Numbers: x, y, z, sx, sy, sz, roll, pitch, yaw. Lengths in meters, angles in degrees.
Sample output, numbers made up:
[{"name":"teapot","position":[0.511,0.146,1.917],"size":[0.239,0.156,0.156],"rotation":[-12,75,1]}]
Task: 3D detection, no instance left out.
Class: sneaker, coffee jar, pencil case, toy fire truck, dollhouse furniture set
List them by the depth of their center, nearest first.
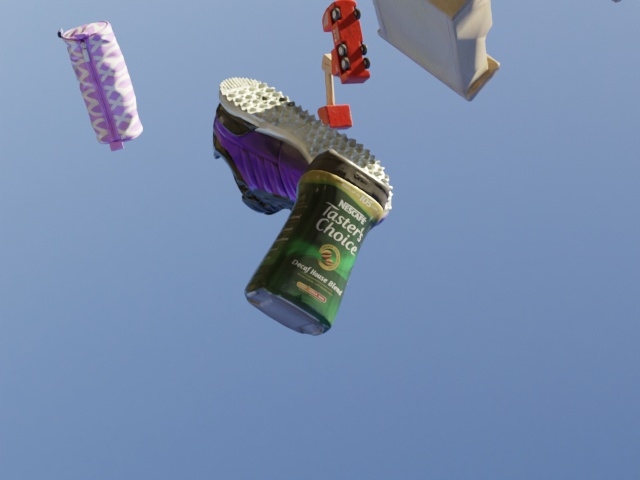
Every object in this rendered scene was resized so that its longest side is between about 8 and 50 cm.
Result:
[{"name":"coffee jar","position":[0.000,0.000,1.483],"size":[0.079,0.096,0.184],"rotation":[-24,-142,62]},{"name":"sneaker","position":[-0.033,-0.083,1.871],"size":[0.293,0.146,0.102],"rotation":[39,-144,25]},{"name":"dollhouse furniture set","position":[0.254,-0.420,1.881],"size":[0.362,0.256,0.394],"rotation":[39,-98,18]},{"name":"pencil case","position":[-0.353,-0.256,2.303],"size":[0.086,0.206,0.088],"rotation":[-18,-157,0]},{"name":"toy fire truck","position":[0.032,-0.292,2.366],"size":[0.135,0.047,0.192],"rotation":[-32,-114,62]}]
